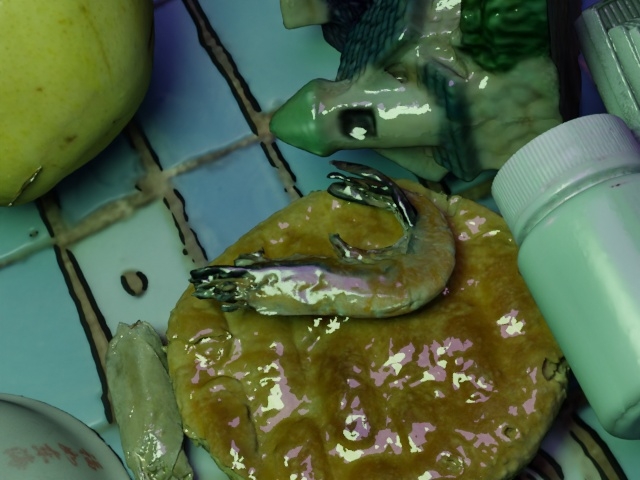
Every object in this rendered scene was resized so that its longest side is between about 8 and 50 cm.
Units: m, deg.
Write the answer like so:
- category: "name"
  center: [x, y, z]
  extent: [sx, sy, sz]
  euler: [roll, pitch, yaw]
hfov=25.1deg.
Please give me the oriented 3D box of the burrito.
- category: "burrito"
  center: [-0.144, 0.146, 1.208]
  extent: [0.058, 0.045, 0.188]
  euler: [-16, 58, -3]

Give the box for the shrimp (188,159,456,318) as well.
- category: "shrimp"
  center: [0.000, 0.000, 1.179]
  extent: [0.219, 0.046, 0.152]
  euler: [-4, 52, 2]

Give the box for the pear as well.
- category: "pear"
  center: [-0.290, -0.187, 1.288]
  extent: [0.309, 0.309, 0.309]
  euler: [-4, 60, 8]

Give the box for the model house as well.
- category: "model house"
  center: [0.087, -0.206, 1.254]
  extent: [0.284, 0.243, 0.298]
  euler: [-5, 45, 18]

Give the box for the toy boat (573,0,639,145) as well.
- category: "toy boat"
  center: [0.292, -0.083, 1.165]
  extent: [0.078, 0.085, 0.261]
  euler: [-25, 87, -27]

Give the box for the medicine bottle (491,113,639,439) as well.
- category: "medicine bottle"
  center: [0.233, 0.027, 1.103]
  extent: [0.139, 0.139, 0.225]
  euler: [-23, 65, -4]

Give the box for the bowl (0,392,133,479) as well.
- category: "bowl"
  center: [-0.317, 0.245, 1.119]
  extent: [0.345, 0.157, 0.346]
  euler: [-5, 59, 8]

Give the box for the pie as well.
- category: "pie"
  center: [0.042, 0.093, 1.189]
  extent: [0.339, 0.083, 0.340]
  euler: [-4, 58, 6]
